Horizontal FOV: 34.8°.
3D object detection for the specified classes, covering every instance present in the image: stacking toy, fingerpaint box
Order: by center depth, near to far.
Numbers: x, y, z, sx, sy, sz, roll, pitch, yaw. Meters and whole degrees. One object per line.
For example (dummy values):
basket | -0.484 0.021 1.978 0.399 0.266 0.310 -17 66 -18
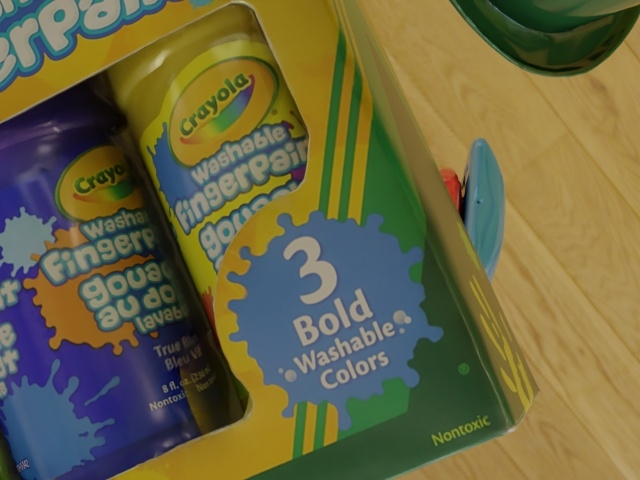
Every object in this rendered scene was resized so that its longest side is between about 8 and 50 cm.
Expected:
fingerpaint box | -0.153 0.015 0.612 0.444 0.163 0.371 -25 81 13
stacking toy | 0.000 0.000 0.900 0.301 0.175 0.166 8 144 2

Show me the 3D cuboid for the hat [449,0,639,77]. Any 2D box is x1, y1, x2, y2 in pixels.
hat | 0.154 -0.142 0.351 0.183 0.173 0.208 6 157 49
